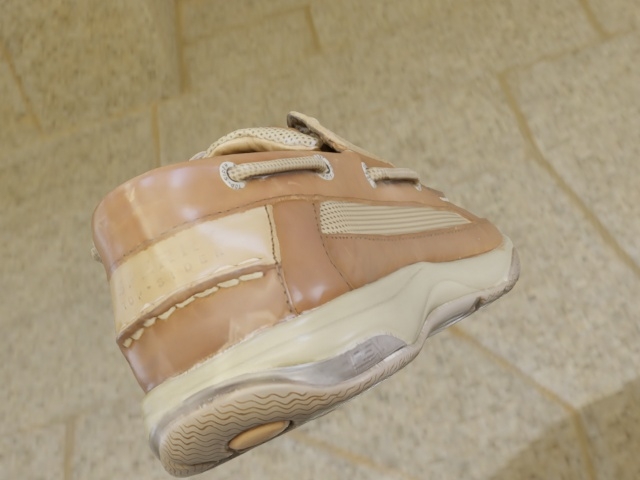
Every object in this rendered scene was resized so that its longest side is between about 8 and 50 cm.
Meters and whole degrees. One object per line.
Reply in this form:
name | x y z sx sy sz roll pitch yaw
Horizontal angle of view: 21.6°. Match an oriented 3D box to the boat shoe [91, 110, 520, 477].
boat shoe | 0.000 0.000 0.704 0.123 0.324 0.116 -29 -92 14
